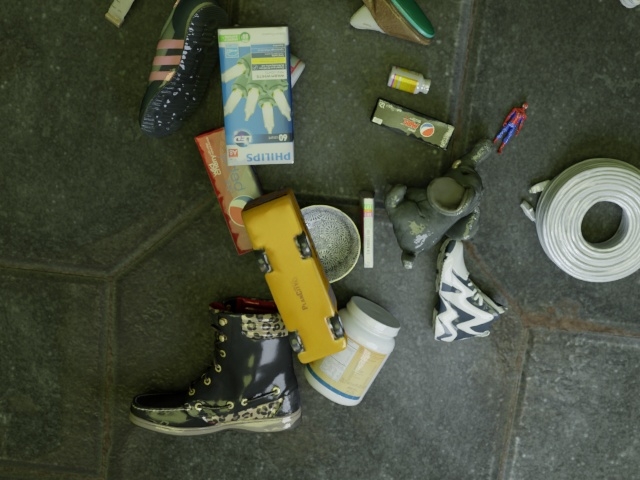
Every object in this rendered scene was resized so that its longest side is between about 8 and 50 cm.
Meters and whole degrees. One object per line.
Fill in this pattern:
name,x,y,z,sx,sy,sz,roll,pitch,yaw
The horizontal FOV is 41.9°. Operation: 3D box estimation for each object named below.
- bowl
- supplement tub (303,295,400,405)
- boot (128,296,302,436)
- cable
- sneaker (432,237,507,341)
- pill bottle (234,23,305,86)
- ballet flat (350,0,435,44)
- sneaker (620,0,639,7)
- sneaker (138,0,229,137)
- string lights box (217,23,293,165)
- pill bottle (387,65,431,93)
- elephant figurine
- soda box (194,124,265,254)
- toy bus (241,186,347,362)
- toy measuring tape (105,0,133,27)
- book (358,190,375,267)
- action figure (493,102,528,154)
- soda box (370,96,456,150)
bowl,0.000,0.000,1.768,0.170,0.080,0.170,1,104,3
supplement tub,0.069,0.235,1.789,0.144,0.144,0.200,29,102,-5
boot,-0.224,0.272,1.812,0.377,0.138,0.284,2,105,-2
cable,0.578,-0.043,1.730,0.257,0.089,0.257,-30,100,9
sneaker,0.323,0.107,1.775,0.153,0.094,0.235,3,104,0
pill bottle,-0.118,-0.362,1.681,0.160,0.087,0.087,32,103,-5
ballet flat,0.080,-0.499,1.639,0.124,0.116,0.342,-35,100,30
sneaker,0.601,-0.531,1.627,0.053,0.061,0.152,-19,101,8
sneaker,-0.290,-0.361,1.694,0.112,0.131,0.319,7,127,-43
string lights box,-0.121,-0.281,1.616,0.133,0.077,0.260,-3,108,-1
pill bottle,0.180,-0.324,1.701,0.083,0.043,0.043,16,104,-1
elephant figurine,0.258,-0.080,1.686,0.239,0.169,0.186,-18,98,14
soda box,-0.172,-0.111,1.746,0.092,0.083,0.263,-18,102,5
toy bus,-0.049,0.071,1.677,0.108,0.130,0.333,-21,103,5
toy measuring tape,-0.322,-0.567,1.652,0.121,0.121,0.330,37,125,-6
book,0.098,-0.025,1.749,0.035,0.096,0.144,0,104,2
action figure,0.392,-0.234,1.724,0.038,0.030,0.115,32,101,0
soda box,0.188,-0.239,1.713,0.168,0.060,0.053,21,102,-2
